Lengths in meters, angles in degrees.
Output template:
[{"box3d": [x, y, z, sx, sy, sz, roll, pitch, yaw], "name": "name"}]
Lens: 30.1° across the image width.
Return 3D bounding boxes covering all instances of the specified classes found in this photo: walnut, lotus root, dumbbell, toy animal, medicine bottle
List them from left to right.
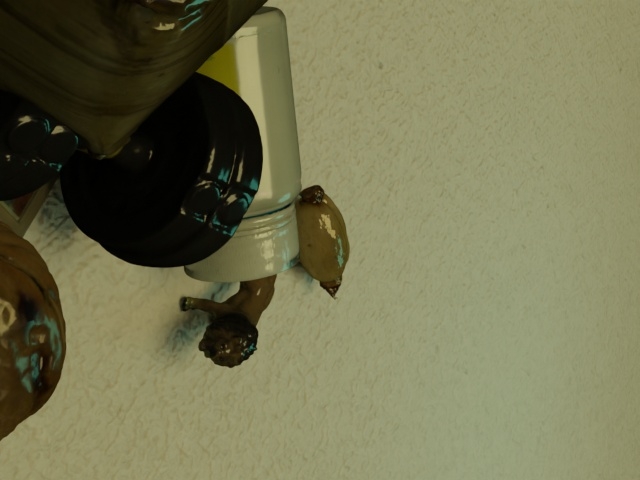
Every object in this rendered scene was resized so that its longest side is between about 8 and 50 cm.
[{"box3d": [-0.275, 0.076, 0.922, 0.155, 0.155, 0.184, -43, 139, -47], "name": "walnut"}, {"box3d": [-0.194, -0.090, 0.953, 0.388, 0.185, 0.185, 24, 75, -57], "name": "dumbbell"}, {"box3d": [-0.091, -0.098, 1.181, 0.143, 0.143, 0.258, -31, 120, -52], "name": "medicine bottle"}, {"box3d": [-0.093, 0.063, 1.279, 0.219, 0.086, 0.069, -76, 155, -47], "name": "toy animal"}, {"box3d": [0.000, 0.000, 1.416, 0.073, 0.062, 0.150, -76, 157, -57], "name": "lotus root"}]

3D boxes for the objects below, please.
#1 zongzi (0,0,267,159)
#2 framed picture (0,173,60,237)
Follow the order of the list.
[{"box3d": [-0.211, -0.332, 0.792, 0.467, 0.500, 0.218, -59, 177, -42], "name": "zongzi"}, {"box3d": [-0.282, -0.143, 0.992, 0.250, 0.016, 0.184, 57, 48, -45], "name": "framed picture"}]
